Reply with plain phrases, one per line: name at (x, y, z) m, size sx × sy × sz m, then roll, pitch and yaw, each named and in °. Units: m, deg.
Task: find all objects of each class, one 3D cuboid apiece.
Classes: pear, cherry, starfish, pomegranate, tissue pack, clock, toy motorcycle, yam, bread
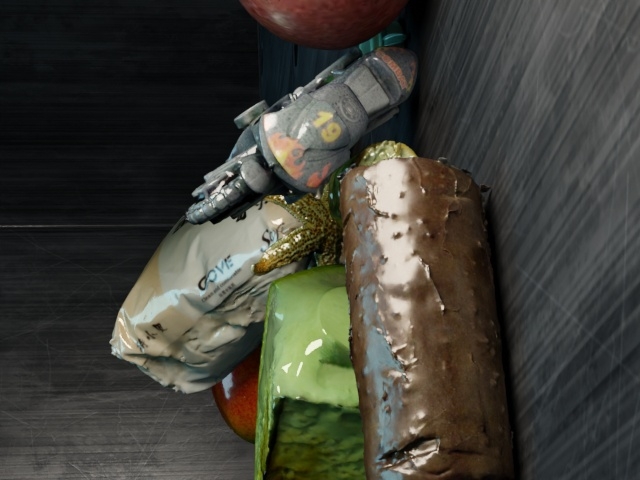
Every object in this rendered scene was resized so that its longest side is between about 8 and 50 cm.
pear at (0.019, 0.163, 1.428) m, size 0.281 × 0.176 × 0.286 m, roll -95°, pitch 12°, yaw -50°
cherry at (0.003, -0.317, 1.330) m, size 0.307 × 0.221 × 0.261 m, roll 85°, pitch -169°, yaw -59°
starfish at (0.000, 0.000, 1.552) m, size 0.053 × 0.208 × 0.175 m, roll -1°, pitch 101°, yaw 60°
pomegranate at (-0.061, 0.230, 2.010) m, size 0.221 × 0.221 × 0.256 m, roll -158°, pitch 53°, yaw -83°
tissue pack at (-0.104, 0.014, 1.855) m, size 0.375 × 0.195 × 0.390 m, roll -43°, pitch 14°, yaw 27°
clock at (0.072, -0.211, 1.499) m, size 0.135 × 0.041 × 0.101 m, roll 103°, pitch 166°, yaw -61°
toy motorcycle at (-0.013, -0.106, 1.307) m, size 0.108 × 0.173 × 0.307 m, roll 55°, pitch -140°, yaw -8°
yam at (0.085, 0.073, 1.032) m, size 0.131 × 0.131 × 0.279 m, roll 105°, pitch 162°, yaw -67°
bread at (0.059, -0.049, 1.414) m, size 0.087 × 0.098 × 0.269 m, roll -48°, pitch 4°, yaw -6°

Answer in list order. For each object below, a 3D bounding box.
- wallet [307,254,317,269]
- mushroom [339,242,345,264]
wallet at (-0.010, 0.079, 2.277) m, size 0.152 × 0.039 × 0.118 m, roll -103°, pitch 12°, yaw -50°
mushroom at (0.020, 0.082, 1.819) m, size 0.116 × 0.093 × 0.225 m, roll -49°, pitch -17°, yaw -60°
